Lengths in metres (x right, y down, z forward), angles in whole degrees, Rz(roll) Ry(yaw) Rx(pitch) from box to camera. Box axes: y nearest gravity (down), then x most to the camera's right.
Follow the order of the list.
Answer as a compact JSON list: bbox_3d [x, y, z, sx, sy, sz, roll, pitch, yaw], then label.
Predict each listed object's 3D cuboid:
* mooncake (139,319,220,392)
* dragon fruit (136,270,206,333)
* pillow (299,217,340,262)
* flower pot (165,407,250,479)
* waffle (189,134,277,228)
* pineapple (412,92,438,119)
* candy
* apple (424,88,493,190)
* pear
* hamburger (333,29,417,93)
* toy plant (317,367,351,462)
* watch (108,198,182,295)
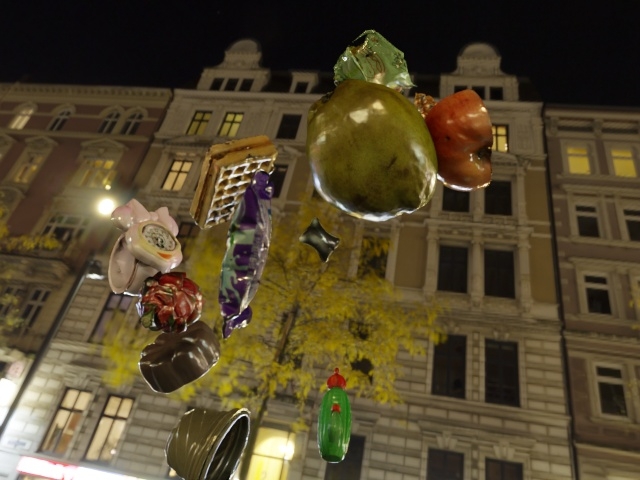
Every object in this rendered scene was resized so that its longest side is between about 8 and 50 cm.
[{"bbox_3d":[-0.548,0.445,1.866,0.306,0.306,0.154,-9,-63,30],"label":"mooncake"},{"bbox_3d":[-0.401,0.165,1.279,0.182,0.182,0.188,22,-14,-15],"label":"dragon fruit"},{"bbox_3d":[-0.001,-0.001,1.525,0.091,0.055,0.136,-44,-64,12],"label":"pillow"},{"bbox_3d":[-0.282,0.501,1.166,0.141,0.235,0.235,19,-29,19],"label":"flower pot"},{"bbox_3d":[-0.329,-0.206,1.763,0.114,0.261,0.376,52,-41,16],"label":"waffle"},{"bbox_3d":[0.389,-0.400,1.756,0.140,0.164,0.249,12,-58,11],"label":"pineapple"},{"bbox_3d":[-0.119,0.020,0.802,0.070,0.275,0.145,10,1,3],"label":"candy"},{"bbox_3d":[0.378,-0.273,1.390,0.163,0.251,0.293,-15,-61,1],"label":"apple"},{"bbox_3d":[0.138,-0.244,1.339,0.413,0.352,0.352,57,-39,4],"label":"pear"},{"bbox_3d":[0.160,-0.562,1.510,0.261,0.276,0.150,-14,-29,-9],"label":"hamburger"},{"bbox_3d":[0.038,0.473,1.282,0.088,0.240,0.154,3,-68,1],"label":"toy plant"},{"bbox_3d":[-0.539,0.038,1.400,0.217,0.248,0.211,-44,-36,23],"label":"watch"}]
